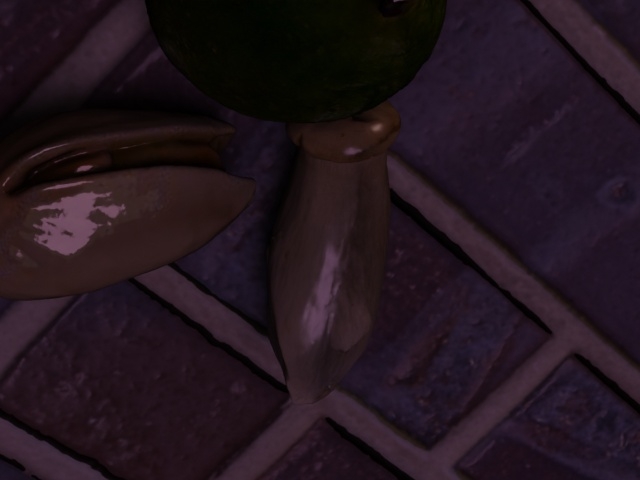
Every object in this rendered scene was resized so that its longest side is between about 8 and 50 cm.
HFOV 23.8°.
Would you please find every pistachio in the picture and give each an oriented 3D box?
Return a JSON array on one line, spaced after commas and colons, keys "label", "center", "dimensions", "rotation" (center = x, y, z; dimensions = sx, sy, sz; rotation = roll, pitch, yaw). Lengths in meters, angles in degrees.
[{"label": "pistachio", "center": [-0.157, -0.029, 1.064], "dimensions": [0.223, 0.126, 0.152], "rotation": [-18, 158, -14]}]

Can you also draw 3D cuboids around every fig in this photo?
[{"label": "fig", "center": [0.003, -0.150, 0.975], "dimensions": [0.203, 0.235, 0.203], "rotation": [-10, 120, -18]}]

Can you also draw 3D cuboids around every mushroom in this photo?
[{"label": "mushroom", "center": [0.006, 0.001, 1.147], "dimensions": [0.108, 0.096, 0.247], "rotation": [-21, 132, -43]}]
